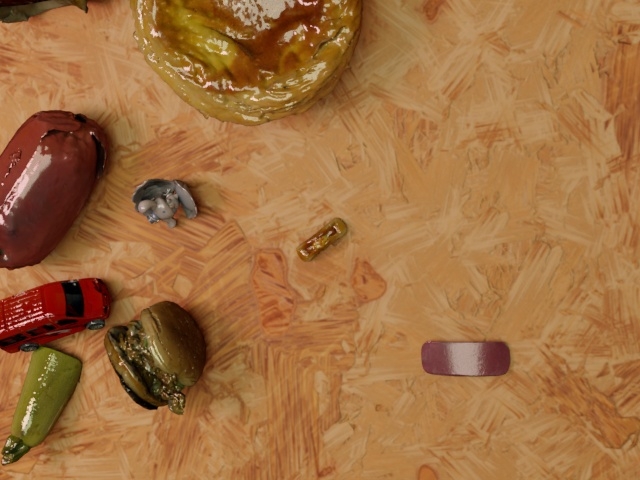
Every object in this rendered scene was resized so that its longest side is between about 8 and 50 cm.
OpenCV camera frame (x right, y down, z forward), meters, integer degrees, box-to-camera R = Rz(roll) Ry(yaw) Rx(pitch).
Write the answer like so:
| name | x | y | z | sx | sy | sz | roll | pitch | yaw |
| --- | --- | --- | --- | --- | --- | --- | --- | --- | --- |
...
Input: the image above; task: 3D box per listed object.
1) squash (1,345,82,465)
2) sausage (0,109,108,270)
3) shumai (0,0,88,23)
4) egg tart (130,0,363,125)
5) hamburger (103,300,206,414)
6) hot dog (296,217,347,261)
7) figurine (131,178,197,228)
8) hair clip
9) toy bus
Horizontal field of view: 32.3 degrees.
| name | x | y | z | sx | sy | sz | roll | pitch | yaw |
| --- | --- | --- | --- | --- | --- | --- | --- | --- | --- |
| squash | -0.465 | 0.278 | 1.815 | 0.090 | 0.075 | 0.200 | 25 | 78 | -11 |
| sausage | -0.445 | -0.079 | 1.737 | 0.152 | 0.152 | 0.280 | 35 | 102 | 5 |
| shumai | -0.466 | -0.459 | 1.625 | 0.288 | 0.329 | 0.292 | -44 | 49 | 27 |
| egg tart | -0.106 | -0.342 | 1.648 | 0.351 | 0.150 | 0.352 | 0 | 95 | 4 |
| hamburger | -0.246 | 0.186 | 1.723 | 0.131 | 0.159 | 0.185 | -26 | 71 | 9 |
| hot dog | 0.000 | 0.000 | 1.720 | 0.090 | 0.034 | 0.030 | -38 | 87 | 13 |
| figurine | -0.246 | -0.056 | 1.740 | 0.086 | 0.094 | 0.082 | -26 | 49 | -15 |
| hair clip | 0.223 | 0.182 | 1.704 | 0.137 | 0.022 | 0.054 | 0 | 93 | 10 |
| toy bus | -0.435 | 0.113 | 1.771 | 0.195 | 0.089 | 0.081 | -18 | 67 | 11 |
